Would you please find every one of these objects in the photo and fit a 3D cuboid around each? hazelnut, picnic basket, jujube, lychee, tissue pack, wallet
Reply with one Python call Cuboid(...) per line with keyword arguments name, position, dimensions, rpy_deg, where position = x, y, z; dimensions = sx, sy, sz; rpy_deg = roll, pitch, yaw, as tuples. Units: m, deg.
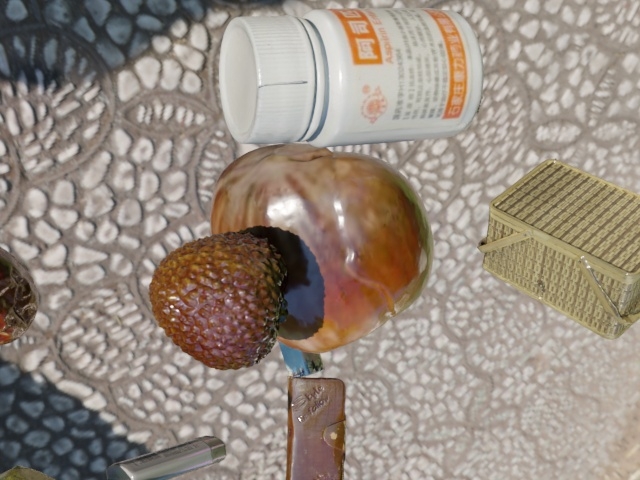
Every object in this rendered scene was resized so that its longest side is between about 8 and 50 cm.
Cuboid(name="hazelnut", position=(0.000, 0.000, 1.334), dimensions=(0.373, 0.315, 0.372), rpy_deg=(7, 143, 5))
Cuboid(name="picnic basket", position=(0.240, 0.003, 0.785), dimensions=(0.115, 0.164, 0.079), rpy_deg=(-33, 139, -34))
Cuboid(name="jujube", position=(-0.604, 0.086, 1.505), dimensions=(0.174, 0.174, 0.250), rpy_deg=(-37, 142, -6))
Cuboid(name="lychee", position=(-0.129, 0.080, 1.132), dimensions=(0.195, 0.194, 0.194), rpy_deg=(-17, 128, -22))
Cuboid(name="tissue pack", position=(-0.041, 0.234, 1.758), dimensions=(0.059, 0.094, 0.074), rpy_deg=(-23, 170, 25))
Cuboid(name="wallet", position=(-0.007, 0.298, 1.306), dimensions=(0.095, 0.026, 0.176), rpy_deg=(3, 80, -7))

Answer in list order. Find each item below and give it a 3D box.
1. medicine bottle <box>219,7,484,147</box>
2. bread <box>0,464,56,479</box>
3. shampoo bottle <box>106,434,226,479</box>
Cuboid(name="medicine bottle", position=(0.031, -0.167, 0.884), dimensions=(0.252, 0.144, 0.144), rpy_deg=(-9, 125, -22))
Cuboid(name="bread", position=(-0.544, 0.525, 1.396), dimensions=(0.395, 0.239, 0.264), rpy_deg=(-43, 97, 16))
Cuboid(name="shampoo bottle", position=(-0.287, 0.420, 1.608), dimensions=(0.227, 0.086, 0.055), rpy_deg=(-5, 91, -50))
